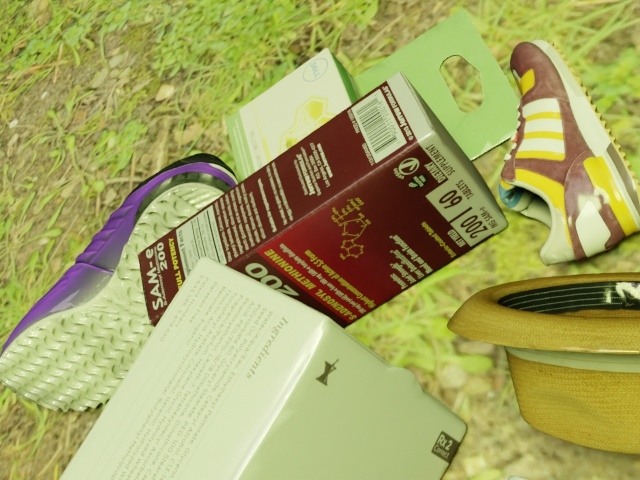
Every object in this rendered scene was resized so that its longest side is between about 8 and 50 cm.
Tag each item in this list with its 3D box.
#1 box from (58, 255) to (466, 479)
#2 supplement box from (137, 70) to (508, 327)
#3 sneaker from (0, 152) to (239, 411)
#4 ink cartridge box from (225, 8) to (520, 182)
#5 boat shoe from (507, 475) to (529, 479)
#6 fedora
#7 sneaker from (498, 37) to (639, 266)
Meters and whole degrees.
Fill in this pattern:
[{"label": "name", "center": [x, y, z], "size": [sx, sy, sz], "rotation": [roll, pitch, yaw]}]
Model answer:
[{"label": "box", "center": [-0.031, 0.138, 0.513], "size": [0.119, 0.181, 0.182], "rotation": [22, 77, 43]}, {"label": "supplement box", "center": [0.000, 0.000, 0.617], "size": [0.239, 0.130, 0.073], "rotation": [-33, 48, 16]}, {"label": "sneaker", "center": [-0.172, 0.031, 0.757], "size": [0.293, 0.102, 0.146], "rotation": [-41, 26, 19]}, {"label": "ink cartridge box", "center": [0.037, -0.100, 0.710], "size": [0.235, 0.056, 0.171], "rotation": [-33, 47, 18]}, {"label": "boat shoe", "center": [0.165, 0.186, 0.424], "size": [0.183, 0.065, 0.083], "rotation": [5, 68, 45]}, {"label": "fedora", "center": [0.168, 0.066, 0.457], "size": [0.194, 0.194, 0.079], "rotation": [1, 97, 37]}, {"label": "sneaker", "center": [0.155, -0.067, 0.588], "size": [0.084, 0.069, 0.185], "rotation": [-27, 48, 13]}]
